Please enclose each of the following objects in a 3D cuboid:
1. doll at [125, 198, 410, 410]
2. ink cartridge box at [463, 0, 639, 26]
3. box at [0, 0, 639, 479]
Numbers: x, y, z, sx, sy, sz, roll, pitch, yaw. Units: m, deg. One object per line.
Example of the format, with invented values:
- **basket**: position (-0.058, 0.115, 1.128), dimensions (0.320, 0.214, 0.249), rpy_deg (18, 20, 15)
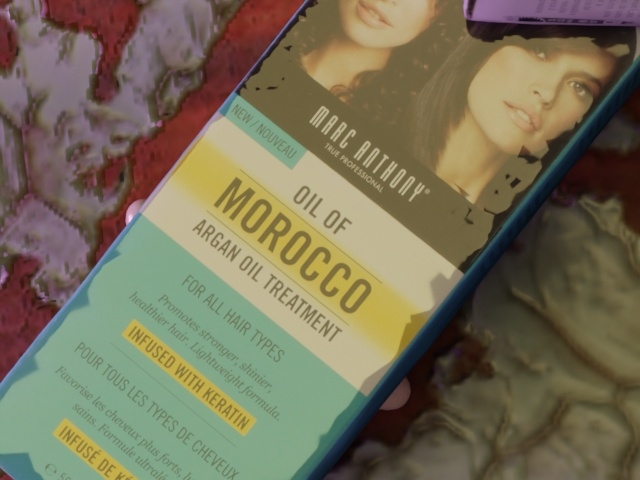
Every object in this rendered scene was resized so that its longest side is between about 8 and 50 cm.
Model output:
- **doll**: position (-0.015, 0.017, 0.669), dimensions (0.129, 0.046, 0.189), rpy_deg (39, 92, 19)
- **ink cartridge box**: position (0.158, -0.175, 0.574), dimensions (0.224, 0.045, 0.223), rpy_deg (2, 80, 2)
- **box**: position (0.000, 0.000, 0.614), dimensions (0.100, 0.060, 0.244), rpy_deg (38, 90, 8)
